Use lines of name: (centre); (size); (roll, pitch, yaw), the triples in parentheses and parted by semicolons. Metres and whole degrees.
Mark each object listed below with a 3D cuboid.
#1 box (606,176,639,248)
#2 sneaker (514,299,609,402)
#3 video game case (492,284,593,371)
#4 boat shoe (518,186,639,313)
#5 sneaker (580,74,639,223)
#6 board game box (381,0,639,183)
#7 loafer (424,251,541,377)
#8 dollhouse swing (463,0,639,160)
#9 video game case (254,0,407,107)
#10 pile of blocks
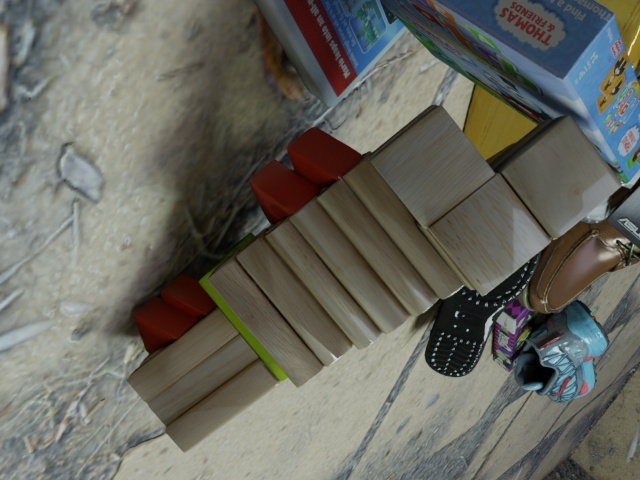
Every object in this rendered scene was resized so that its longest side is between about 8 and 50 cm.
box: (0.400, -0.110, 0.893); (0.231, 0.056, 0.183); (-42, 169, -39)
sneaker: (0.339, 0.180, 1.339); (0.125, 0.104, 0.262); (-26, 148, -8)
video game case: (0.346, 0.071, 1.329); (0.232, 0.042, 0.210); (-42, 153, -14)
boat shoe: (0.384, -0.018, 1.168); (0.307, 0.104, 0.111); (-49, 139, -8)
sneaker: (0.290, -0.107, 0.949); (0.297, 0.111, 0.129); (-29, 137, -49)
board game box: (0.096, -0.108, 0.479); (0.039, 0.160, 0.211); (-53, 154, 8)
loafer: (0.175, 0.049, 1.005); (0.078, 0.080, 0.220); (-72, -173, -63)
dollhouse swing: (0.361, -0.165, 0.720); (0.347, 0.305, 0.315); (-36, 151, -29)
video game case: (0.068, -0.226, 0.488); (0.285, 0.025, 0.204); (-48, 155, -4)
pile of blocks: (0.000, 0.000, 0.538); (0.362, 0.112, 0.149); (-34, -172, 40)
